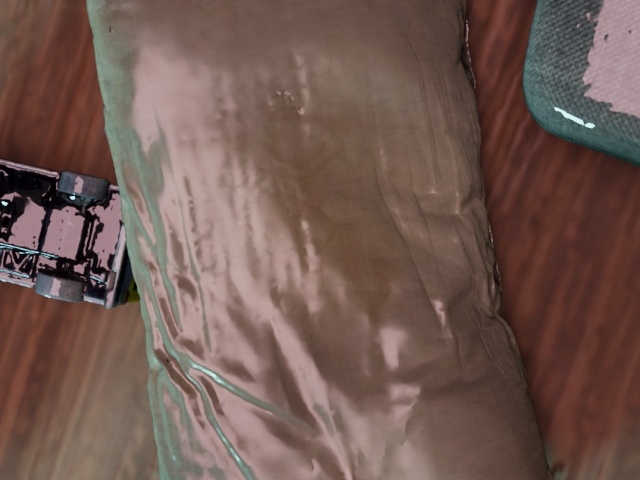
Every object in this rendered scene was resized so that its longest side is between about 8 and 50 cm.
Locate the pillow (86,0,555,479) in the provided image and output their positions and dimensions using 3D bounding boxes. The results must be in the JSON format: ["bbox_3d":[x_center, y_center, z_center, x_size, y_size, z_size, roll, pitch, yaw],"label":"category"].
[{"bbox_3d":[0.000,0.000,0.414,0.148,0.050,0.230,-9,86,-12],"label":"pillow"}]

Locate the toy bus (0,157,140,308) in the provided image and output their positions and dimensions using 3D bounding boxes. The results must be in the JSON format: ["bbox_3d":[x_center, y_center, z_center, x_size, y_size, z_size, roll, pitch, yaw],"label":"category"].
[{"bbox_3d":[-0.118,-0.009,0.448,0.102,0.058,0.052,13,90,8],"label":"toy bus"}]

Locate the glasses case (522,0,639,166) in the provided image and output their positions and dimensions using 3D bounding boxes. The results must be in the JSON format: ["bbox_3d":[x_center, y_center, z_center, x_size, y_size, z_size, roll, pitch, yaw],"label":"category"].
[{"bbox_3d":[0.229,-0.045,0.357,0.323,0.074,0.131,22,95,12],"label":"glasses case"}]
